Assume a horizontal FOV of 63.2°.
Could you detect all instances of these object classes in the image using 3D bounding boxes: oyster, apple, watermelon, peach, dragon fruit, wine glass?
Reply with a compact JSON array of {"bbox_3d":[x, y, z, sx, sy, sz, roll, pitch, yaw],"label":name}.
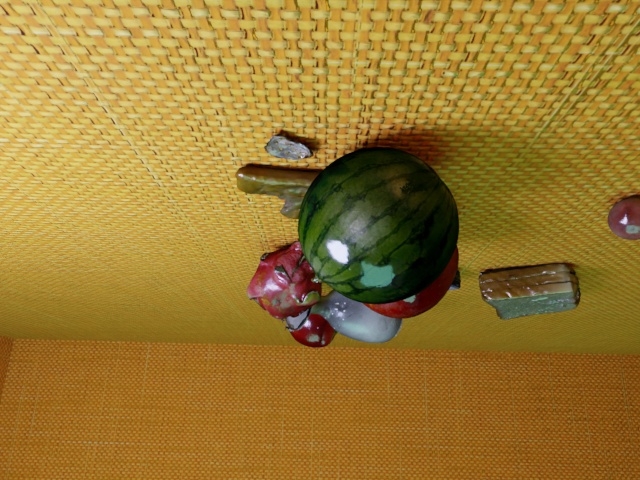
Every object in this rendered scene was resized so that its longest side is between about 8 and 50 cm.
[{"bbox_3d":[-0.045,-0.141,0.794,0.083,0.019,0.054,15,156,-30],"label":"oyster"},{"bbox_3d":[0.154,0.040,1.010,0.218,0.201,0.218,19,133,21],"label":"apple"},{"bbox_3d":[0.086,-0.020,0.796,0.243,0.242,0.242,1,161,0],"label":"watermelon"},{"bbox_3d":[0.571,-0.039,0.951,0.083,0.083,0.083,1,161,0],"label":"peach"},{"bbox_3d":[-0.031,0.281,1.823,0.198,0.197,0.197,1,161,0],"label":"peach"},{"bbox_3d":[-0.068,0.103,1.315,0.200,0.198,0.269,-45,160,1],"label":"dragon fruit"},{"bbox_3d":[0.074,0.207,1.563,0.357,0.190,0.190,11,159,-30],"label":"wine glass"}]

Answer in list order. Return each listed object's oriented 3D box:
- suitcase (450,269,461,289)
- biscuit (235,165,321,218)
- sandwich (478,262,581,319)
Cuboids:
[{"bbox_3d":[0.327,0.104,1.431,0.086,0.059,0.126,-12,157,39],"label":"suitcase"},{"bbox_3d":[-0.060,-0.081,0.944,0.174,0.038,0.183,1,161,-3],"label":"biscuit"},{"bbox_3d":[0.606,0.146,1.485,0.249,0.095,0.273,-11,157,25],"label":"sandwich"}]
